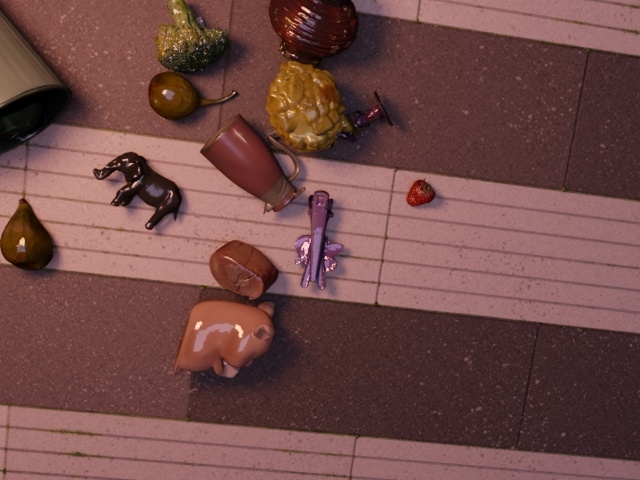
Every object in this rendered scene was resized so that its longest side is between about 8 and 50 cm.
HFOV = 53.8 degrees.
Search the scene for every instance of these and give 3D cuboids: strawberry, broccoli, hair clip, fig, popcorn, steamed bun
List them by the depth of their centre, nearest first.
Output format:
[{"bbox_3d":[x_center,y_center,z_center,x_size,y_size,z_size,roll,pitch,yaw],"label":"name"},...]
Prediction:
[{"bbox_3d":[-0.341,-0.528,1.613,0.220,0.194,0.194,-21,101,28],"label":"broccoli"},{"bbox_3d":[-0.030,-0.344,1.620,0.217,0.181,0.235,-12,86,-13],"label":"popcorn"},{"bbox_3d":[-0.336,-0.382,1.669,0.236,0.124,0.124,-5,99,-28],"label":"fig"},{"bbox_3d":[-0.791,-0.009,1.677,0.126,0.133,0.185,-45,61,17],"label":"fig"},{"bbox_3d":[-0.208,0.080,1.711,0.175,0.145,0.106,33,113,3],"label":"steamed bun"},{"bbox_3d":[0.000,-0.006,1.751,0.137,0.090,0.278,5,102,-3],"label":"hair clip"},{"bbox_3d":[0.279,-0.130,1.768,0.073,0.073,0.083,41,129,-9],"label":"strawberry"}]

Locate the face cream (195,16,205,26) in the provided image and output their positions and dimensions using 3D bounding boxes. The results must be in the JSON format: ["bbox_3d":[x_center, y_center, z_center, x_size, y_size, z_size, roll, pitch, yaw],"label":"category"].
[{"bbox_3d":[-0.363,-0.559,1.668,0.115,0.020,0.038,-23,103,0],"label":"face cream"}]

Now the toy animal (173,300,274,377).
[{"bbox_3d":[-0.258,0.270,1.712,0.256,0.195,0.213,7,105,-9],"label":"toy animal"}]

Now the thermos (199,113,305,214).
[{"bbox_3d":[-0.168,-0.203,1.683,0.265,0.146,0.176,44,80,-18],"label":"thermos"}]

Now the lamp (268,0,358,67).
[{"bbox_3d":[-0.018,-0.559,1.600,0.247,0.247,0.247,-1,98,-5],"label":"lamp"}]

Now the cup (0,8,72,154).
[{"bbox_3d":[-0.872,-0.389,1.513,0.401,0.310,0.392,-35,94,-1],"label":"cup"}]

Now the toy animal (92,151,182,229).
[{"bbox_3d":[-0.482,-0.140,1.683,0.245,0.114,0.146,34,101,-30],"label":"toy animal"}]

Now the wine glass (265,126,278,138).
[{"bbox_3d":[-0.110,-0.304,1.719,0.083,0.039,0.042,-17,110,1],"label":"wine glass"}]

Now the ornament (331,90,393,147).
[{"bbox_3d":[0.096,-0.308,1.723,0.203,0.088,0.081,-34,124,13],"label":"ornament"}]
